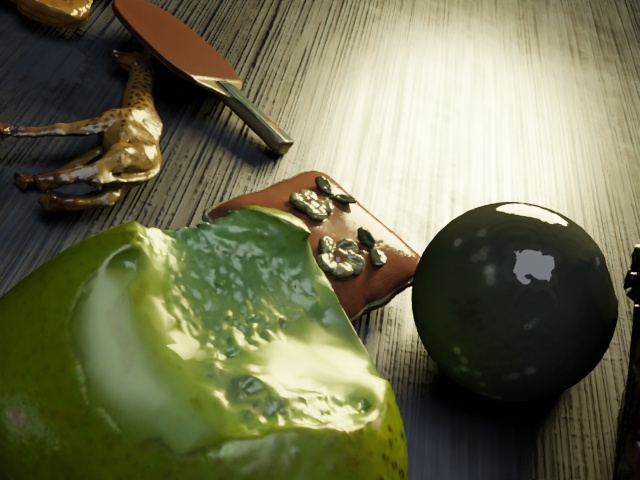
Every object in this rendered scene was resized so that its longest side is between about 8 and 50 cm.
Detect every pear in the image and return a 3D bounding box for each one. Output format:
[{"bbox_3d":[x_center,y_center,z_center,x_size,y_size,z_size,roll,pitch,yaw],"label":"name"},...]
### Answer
[{"bbox_3d":[-0.071,0.131,0.516,0.287,0.176,0.281,-11,55,-31],"label":"pear"}]

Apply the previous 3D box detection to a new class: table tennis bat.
[{"bbox_3d":[-0.134,-0.199,0.891,0.274,0.021,0.154,45,22,10],"label":"table tennis bat"}]

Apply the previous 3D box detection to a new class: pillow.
[{"bbox_3d":[0.000,0.000,0.745,0.171,0.075,0.179,-26,61,-40],"label":"pillow"}]

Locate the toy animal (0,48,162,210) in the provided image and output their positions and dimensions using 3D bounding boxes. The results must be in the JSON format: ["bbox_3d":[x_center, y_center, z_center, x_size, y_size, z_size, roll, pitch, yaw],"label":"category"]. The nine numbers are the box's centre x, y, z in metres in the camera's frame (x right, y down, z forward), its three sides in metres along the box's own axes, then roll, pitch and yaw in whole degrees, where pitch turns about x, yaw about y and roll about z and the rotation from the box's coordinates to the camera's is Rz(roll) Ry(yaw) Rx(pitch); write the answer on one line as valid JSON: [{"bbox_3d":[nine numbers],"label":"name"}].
[{"bbox_3d":[-0.215,-0.120,0.784,0.149,0.054,0.275,25,44,7],"label":"toy animal"}]

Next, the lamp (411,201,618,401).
[{"bbox_3d":[0.220,0.065,0.740,0.314,0.182,0.182,13,39,-45],"label":"lamp"}]

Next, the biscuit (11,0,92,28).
[{"bbox_3d":[-0.385,-0.385,0.970,0.269,0.051,0.376,-11,54,-36],"label":"biscuit"}]

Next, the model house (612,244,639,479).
[{"bbox_3d":[0.377,0.121,0.599,0.317,0.282,0.297,1,35,8],"label":"model house"}]
